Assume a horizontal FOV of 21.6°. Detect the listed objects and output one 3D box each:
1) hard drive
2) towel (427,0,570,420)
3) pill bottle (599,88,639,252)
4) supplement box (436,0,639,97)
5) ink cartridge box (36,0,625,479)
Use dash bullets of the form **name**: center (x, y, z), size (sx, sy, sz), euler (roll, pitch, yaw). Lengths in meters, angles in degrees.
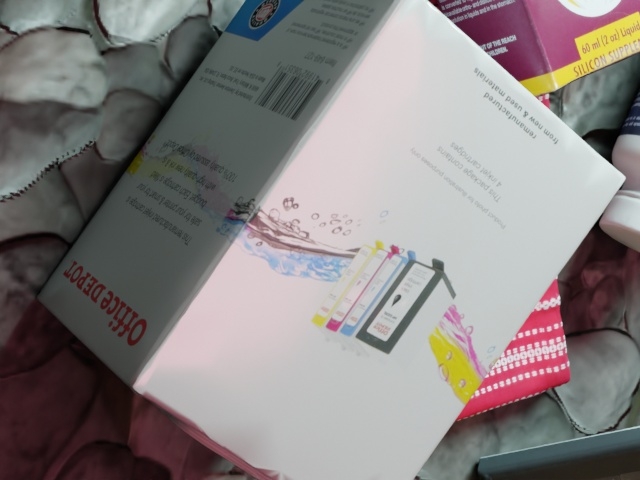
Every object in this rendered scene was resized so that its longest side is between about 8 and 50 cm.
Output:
- **hard drive**: center (0.180, 0.170, 1.086), size (0.022, 0.135, 0.094), euler (-68, 139, -57)
- **towel**: center (0.070, -0.015, 1.030), size (0.198, 0.031, 0.275), euler (-13, 107, -30)
- **pill bottle**: center (0.248, -0.072, 1.096), size (0.094, 0.094, 0.169), euler (30, 83, -34)
- **supplement box**: center (0.118, -0.184, 0.970), size (0.104, 0.081, 0.188), euler (-25, 98, -29)
- **ink cartridge box**: center (0.000, 0.000, 0.879), size (0.168, 0.171, 0.233), euler (37, 87, -28)
